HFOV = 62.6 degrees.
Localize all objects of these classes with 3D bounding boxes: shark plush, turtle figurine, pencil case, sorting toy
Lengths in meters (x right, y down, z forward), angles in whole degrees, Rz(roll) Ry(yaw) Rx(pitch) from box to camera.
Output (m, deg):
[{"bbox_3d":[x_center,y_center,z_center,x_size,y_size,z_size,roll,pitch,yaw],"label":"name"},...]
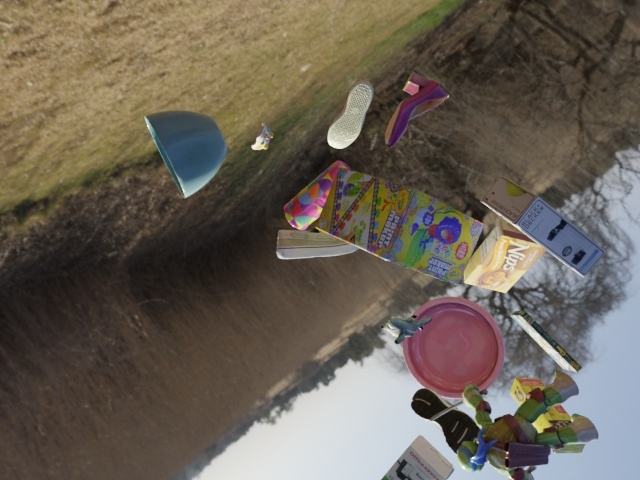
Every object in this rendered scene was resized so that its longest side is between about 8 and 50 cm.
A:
[{"bbox_3d":[0.245,0.232,1.431,0.161,0.073,0.067,3,121,-23],"label":"shark plush"},{"bbox_3d":[0.370,0.370,1.033,0.267,0.197,0.274,-20,139,-7],"label":"turtle figurine"},{"bbox_3d":[-0.001,-0.127,1.523,0.236,0.104,0.104,-38,173,26],"label":"pencil case"},{"bbox_3d":[-0.173,-0.317,1.579,0.075,0.045,0.083,88,25,-80],"label":"sorting toy"}]

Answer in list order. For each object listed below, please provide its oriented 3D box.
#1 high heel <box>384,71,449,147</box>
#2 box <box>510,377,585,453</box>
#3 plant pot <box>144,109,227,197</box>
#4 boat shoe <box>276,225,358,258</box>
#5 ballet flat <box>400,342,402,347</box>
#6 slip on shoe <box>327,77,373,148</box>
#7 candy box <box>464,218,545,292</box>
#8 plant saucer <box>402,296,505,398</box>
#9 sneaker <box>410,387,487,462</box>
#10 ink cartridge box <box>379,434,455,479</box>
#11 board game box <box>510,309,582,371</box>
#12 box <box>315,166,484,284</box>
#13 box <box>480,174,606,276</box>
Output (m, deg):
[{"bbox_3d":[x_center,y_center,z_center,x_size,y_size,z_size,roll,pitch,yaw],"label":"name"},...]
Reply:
[{"bbox_3d":[0.244,-0.313,1.328,0.244,0.117,0.082,-66,-174,-30],"label":"high heel"},{"bbox_3d":[0.616,0.472,1.435,0.232,0.088,0.058,-110,-152,-64],"label":"box"},{"bbox_3d":[-0.426,-0.313,1.747,0.196,0.290,0.290,-28,168,-14],"label":"plant pot"},{"bbox_3d":[0.000,0.000,1.695,0.303,0.094,0.109,-6,-171,-32],"label":"boat shoe"},{"bbox_3d":[0.376,0.353,2.033,0.079,0.077,0.221,-42,176,33],"label":"ballet flat"},{"bbox_3d":[0.127,-0.520,2.171,0.101,0.123,0.331,-78,-169,-50],"label":"slip on shoe"},{"bbox_3d":[0.701,0.066,2.015,0.316,0.183,0.087,111,-11,-49],"label":"candy box"},{"bbox_3d":[0.443,0.353,1.753,0.332,0.332,0.084,-43,157,15],"label":"plant saucer"},{"bbox_3d":[0.373,0.507,1.456,0.108,0.271,0.100,32,93,-36],"label":"sneaker"},{"bbox_3d":[0.310,0.764,1.711,0.087,0.153,0.208,-11,136,-57],"label":"ink cartridge box"},{"bbox_3d":[0.780,0.348,1.834,0.030,0.259,0.136,-43,168,1],"label":"board game box"},{"bbox_3d":[0.200,-0.036,1.347,0.290,0.279,0.176,19,95,-41],"label":"box"},{"bbox_3d":[0.568,-0.037,1.347,0.087,0.290,0.169,-54,-156,13],"label":"box"}]
